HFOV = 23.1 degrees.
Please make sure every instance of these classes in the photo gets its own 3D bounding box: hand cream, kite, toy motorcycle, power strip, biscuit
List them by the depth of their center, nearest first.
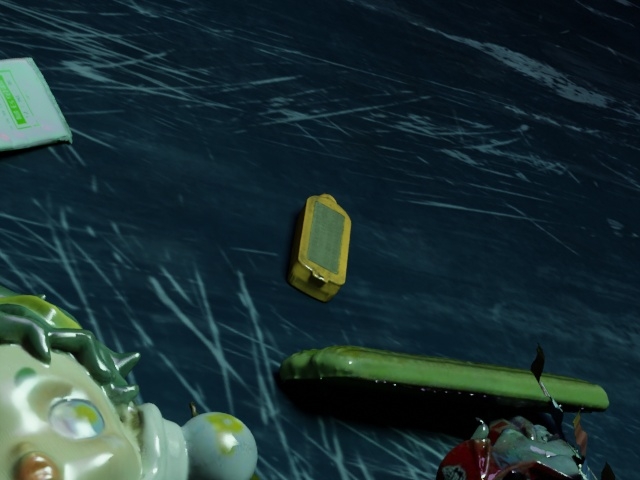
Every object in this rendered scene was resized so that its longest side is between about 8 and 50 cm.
[{"bbox_3d":[0.220,0.211,1.163,0.360,0.022,0.204,60,8,-46],"label":"kite"},{"bbox_3d":[0.152,0.189,1.272,0.122,0.082,0.213,23,13,0],"label":"toy motorcycle"},{"bbox_3d":[-0.284,-0.105,1.276,0.050,0.079,0.275,0,9,20],"label":"hand cream"},{"bbox_3d":[0.115,0.121,1.333,0.322,0.099,0.038,10,79,-37],"label":"biscuit"},{"bbox_3d":[0.000,0.000,1.470,0.049,0.028,0.178,28,27,-11],"label":"power strip"}]

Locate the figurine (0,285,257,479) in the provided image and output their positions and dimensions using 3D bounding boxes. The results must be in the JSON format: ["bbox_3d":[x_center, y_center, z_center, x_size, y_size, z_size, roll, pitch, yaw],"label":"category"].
[{"bbox_3d":[-0.146,0.182,0.845,0.261,0.186,0.382,-9,54,-39],"label":"figurine"}]

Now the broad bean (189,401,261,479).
[{"bbox_3d":[-0.030,0.236,1.006,0.077,0.061,0.339,6,36,-30],"label":"broad bean"}]
